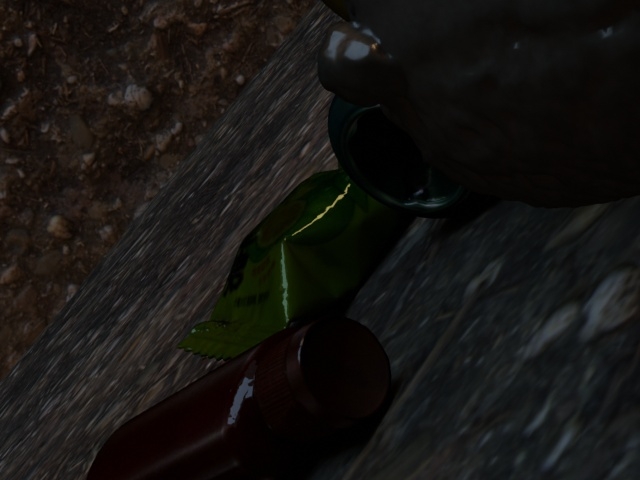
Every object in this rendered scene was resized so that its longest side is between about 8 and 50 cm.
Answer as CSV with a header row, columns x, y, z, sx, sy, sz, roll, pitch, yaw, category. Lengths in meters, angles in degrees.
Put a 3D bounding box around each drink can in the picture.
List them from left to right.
x,y,z,sx,sy,sz,roll,pitch,yaw,category
0.092,-0.114,0.852,0.118,0.118,0.205,-35,16,49,drink can

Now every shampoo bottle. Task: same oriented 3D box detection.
x,y,z,sx,sy,sz,roll,pitch,yaw,category
-0.055,0.112,0.776,0.260,0.064,0.102,-35,17,49,shampoo bottle

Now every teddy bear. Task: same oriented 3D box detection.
x,y,z,sx,sy,sz,roll,pitch,yaw,category
0.121,-0.097,0.397,0.267,0.236,0.151,-14,24,48,teddy bear

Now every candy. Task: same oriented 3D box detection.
x,y,z,sx,sy,sz,roll,pitch,yaw,category
0.000,0.000,0.939,0.246,0.069,0.149,-48,15,-25,candy

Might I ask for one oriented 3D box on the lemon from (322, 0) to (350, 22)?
x,y,z,sx,sy,sz,roll,pitch,yaw,category
0.111,-0.237,0.652,0.348,0.348,0.348,-46,12,12,lemon
